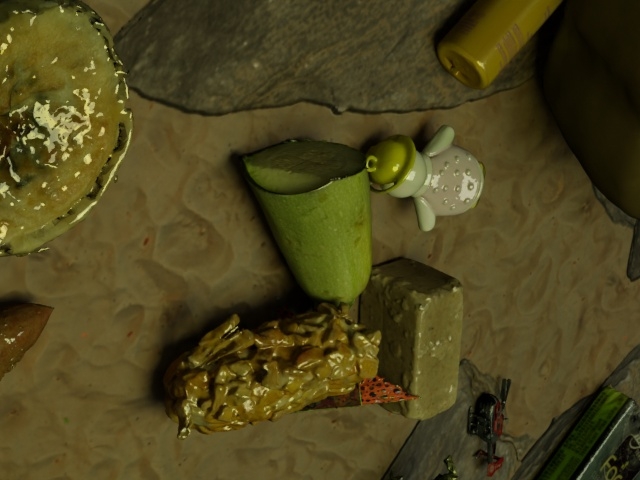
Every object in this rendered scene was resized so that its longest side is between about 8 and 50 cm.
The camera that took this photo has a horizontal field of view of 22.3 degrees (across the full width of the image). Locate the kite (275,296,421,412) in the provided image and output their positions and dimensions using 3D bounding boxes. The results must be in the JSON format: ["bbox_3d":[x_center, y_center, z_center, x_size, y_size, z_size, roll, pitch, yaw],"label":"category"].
[{"bbox_3d":[-0.003,0.168,1.926,0.222,0.008,0.125,35,117,-17],"label":"kite"}]

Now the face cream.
[{"bbox_3d":[0.250,-0.299,1.930,0.273,0.078,0.078,-49,136,-16],"label":"face cream"}]

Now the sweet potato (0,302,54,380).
[{"bbox_3d":[-0.343,0.114,1.566,0.206,0.060,0.068,-23,93,-24],"label":"sweet potato"}]

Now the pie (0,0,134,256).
[{"bbox_3d":[-0.288,-0.106,1.511,0.274,0.055,0.274,-22,124,-36],"label":"pie"}]

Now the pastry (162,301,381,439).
[{"bbox_3d":[-0.060,0.142,1.785,0.250,0.102,0.154,-13,160,-30],"label":"pastry"}]

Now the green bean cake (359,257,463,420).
[{"bbox_3d":[0.108,0.120,1.976,0.085,0.109,0.179,-18,122,-39],"label":"green bean cake"}]

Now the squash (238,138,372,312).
[{"bbox_3d":[0.015,-0.007,1.823,0.137,0.137,0.287,-45,141,-19],"label":"squash"}]

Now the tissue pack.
[{"bbox_3d":[0.405,0.353,2.413,0.235,0.073,0.173,-50,137,-14],"label":"tissue pack"}]

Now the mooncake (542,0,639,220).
[{"bbox_3d":[0.512,-0.226,1.979,0.467,0.262,0.467,-18,147,-12],"label":"mooncake"}]

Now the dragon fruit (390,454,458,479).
[{"bbox_3d":[0.125,0.375,2.101,0.135,0.137,0.235,-27,130,-52],"label":"dragon fruit"}]

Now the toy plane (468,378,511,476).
[{"bbox_3d":[0.234,0.262,2.227,0.060,0.037,0.145,-27,123,-46],"label":"toy plane"}]

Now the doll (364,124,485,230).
[{"bbox_3d":[0.123,-0.076,1.915,0.207,0.081,0.129,10,95,-45],"label":"doll"}]
